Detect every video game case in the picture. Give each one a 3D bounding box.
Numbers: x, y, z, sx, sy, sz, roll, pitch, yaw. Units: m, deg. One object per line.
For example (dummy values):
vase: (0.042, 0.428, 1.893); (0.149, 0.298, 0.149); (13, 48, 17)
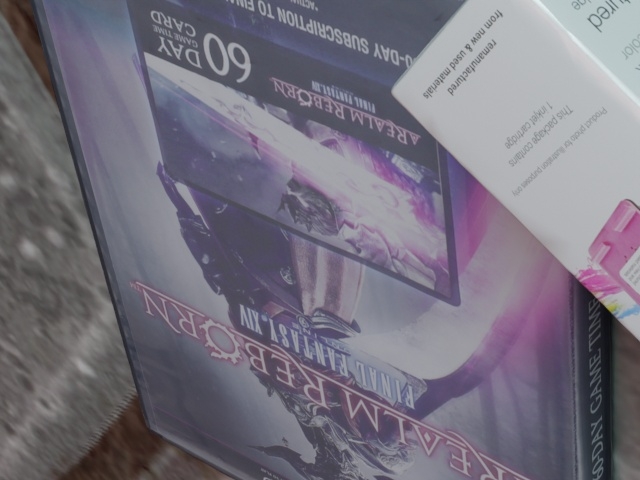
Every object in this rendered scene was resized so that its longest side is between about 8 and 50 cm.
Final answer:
video game case: (0.000, 0.000, 0.559); (0.196, 0.026, 0.274); (24, 141, 31)

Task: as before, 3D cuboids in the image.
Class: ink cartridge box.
ink cartridge box: (0.090, -0.020, 0.368); (0.122, 0.088, 0.052); (45, 145, 1)
